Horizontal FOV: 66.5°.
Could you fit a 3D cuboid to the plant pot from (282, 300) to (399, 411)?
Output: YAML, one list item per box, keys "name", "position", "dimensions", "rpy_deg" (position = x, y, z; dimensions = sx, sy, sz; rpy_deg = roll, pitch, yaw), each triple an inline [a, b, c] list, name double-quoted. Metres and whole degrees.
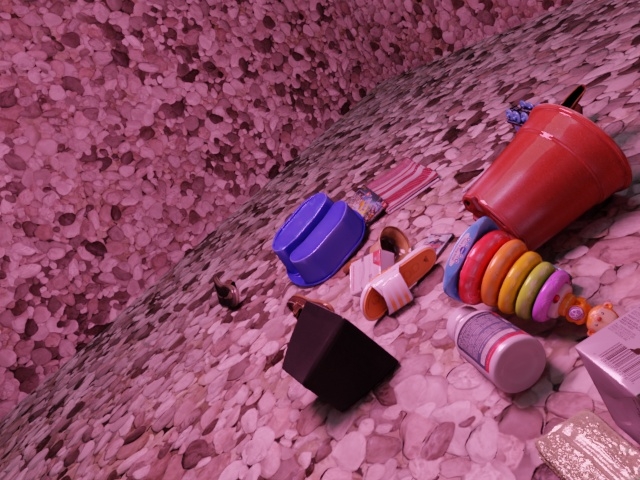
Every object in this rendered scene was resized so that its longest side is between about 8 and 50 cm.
- name: "plant pot"
  position: [0.024, 0.269, 1.110]
  dimensions: [0.167, 0.187, 0.188]
  rpy_deg: [-54, 25, -12]

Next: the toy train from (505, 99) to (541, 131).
- name: "toy train"
  position: [0.674, -0.390, 1.590]
  dimensions: [0.080, 0.105, 0.184]
  rpy_deg: [-31, 22, 4]

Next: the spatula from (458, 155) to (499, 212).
- name: "spatula"
  position: [0.493, -0.188, 1.443]
  dimensions: [0.242, 0.019, 0.168]
  rpy_deg: [-47, 10, 42]

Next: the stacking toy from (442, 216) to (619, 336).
- name: "stacking toy"
  position: [0.398, 0.093, 0.913]
  dimensions: [0.302, 0.166, 0.175]
  rpy_deg: [30, 92, 38]

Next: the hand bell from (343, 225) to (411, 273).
- name: "hand bell"
  position: [0.150, 0.056, 1.496]
  dimensions: [0.242, 0.126, 0.126]
  rpy_deg: [-31, 17, 49]

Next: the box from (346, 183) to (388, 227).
- name: "box"
  position: [0.155, -0.121, 1.863]
  dimensions: [0.159, 0.044, 0.233]
  rpy_deg: [-45, 20, 6]

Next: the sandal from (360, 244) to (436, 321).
- name: "sandal"
  position: [0.213, 0.107, 1.253]
  dimensions: [0.265, 0.101, 0.076]
  rpy_deg: [-40, 26, -13]

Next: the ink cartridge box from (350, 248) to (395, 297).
- name: "ink cartridge box"
  position: [0.144, 0.095, 1.353]
  dimensions: [0.135, 0.056, 0.099]
  rpy_deg: [-31, 50, 51]

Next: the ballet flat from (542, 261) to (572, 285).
- name: "ballet flat"
  position: [0.440, 0.067, 1.041]
  dimensions: [0.067, 0.073, 0.206]
  rpy_deg: [-51, 18, 2]

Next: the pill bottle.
- name: "pill bottle"
  position: [0.315, 0.191, 0.908]
  dimensions: [0.108, 0.108, 0.180]
  rpy_deg: [-38, 21, -4]

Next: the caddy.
- name: "caddy"
  position: [0.000, 0.000, 1.703]
  dimensions: [0.341, 0.179, 0.241]
  rpy_deg: [-49, 42, -12]

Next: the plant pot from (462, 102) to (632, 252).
- name: "plant pot"
  position: [0.492, -0.119, 1.120]
  dimensions: [0.265, 0.272, 0.272]
  rpy_deg: [-44, 21, 2]

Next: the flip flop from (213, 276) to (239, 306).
- name: "flip flop"
  position: [-0.366, 0.201, 1.960]
  dimensions: [0.080, 0.112, 0.277]
  rpy_deg: [-17, 9, -27]

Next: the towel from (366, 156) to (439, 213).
- name: "towel"
  position: [0.303, -0.219, 1.896]
  dimensions: [0.237, 0.037, 0.329]
  rpy_deg: [-36, 21, 3]

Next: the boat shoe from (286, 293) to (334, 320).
- name: "boat shoe"
  position: [-0.047, 0.211, 1.470]
  dimensions: [0.073, 0.073, 0.207]
  rpy_deg: [-45, 22, -27]

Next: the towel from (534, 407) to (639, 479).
- name: "towel"
  position: [0.381, 0.304, 0.681]
  dimensions: [0.110, 0.027, 0.148]
  rpy_deg: [-37, 21, -1]

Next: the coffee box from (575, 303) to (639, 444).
- name: "coffee box"
  position: [0.516, 0.138, 0.630]
  dimensions: [0.297, 0.168, 0.119]
  rpy_deg: [-34, 21, 3]

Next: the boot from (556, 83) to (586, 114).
- name: "boot"
  position: [0.646, -0.339, 1.320]
  dimensions: [0.264, 0.096, 0.280]
  rpy_deg: [-38, -20, -3]

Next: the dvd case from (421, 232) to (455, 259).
- name: "dvd case"
  position: [0.319, 0.022, 1.392]
  dimensions: [0.119, 0.013, 0.087]
  rpy_deg: [-46, 23, -25]
